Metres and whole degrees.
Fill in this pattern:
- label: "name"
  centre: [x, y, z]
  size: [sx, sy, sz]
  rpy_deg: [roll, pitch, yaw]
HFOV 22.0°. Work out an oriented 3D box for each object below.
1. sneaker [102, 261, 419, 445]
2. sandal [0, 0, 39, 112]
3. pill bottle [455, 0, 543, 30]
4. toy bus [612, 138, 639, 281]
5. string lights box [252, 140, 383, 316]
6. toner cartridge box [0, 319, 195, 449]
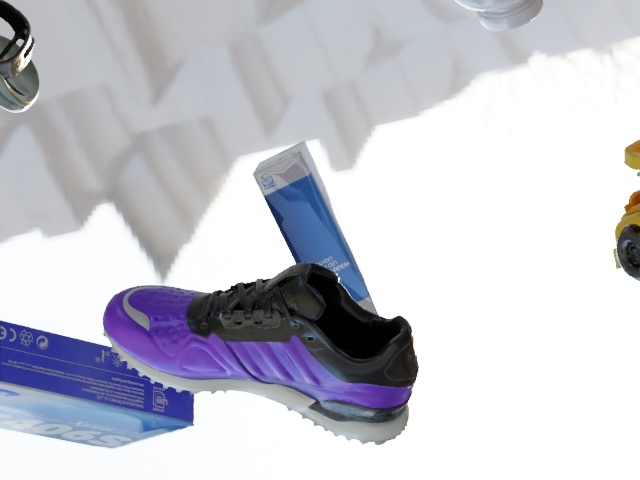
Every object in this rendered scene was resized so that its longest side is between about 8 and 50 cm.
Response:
- label: "sneaker"
  centre: [-0.047, 0.071, 1.474]
  size: [0.102, 0.293, 0.146]
  rpy_deg: [-71, -5, -49]
- label: "sandal"
  centre: [-0.363, -0.221, 1.827]
  size: [0.120, 0.086, 0.303]
  rpy_deg: [51, -179, 8]
- label: "pill bottle"
  centre: [0.219, -0.409, 2.197]
  size: [0.146, 0.146, 0.264]
  rpy_deg: [-73, -33, -42]
- label: "toy bus"
  centre: [0.415, -0.073, 1.873]
  size: [0.149, 0.220, 0.211]
  rpy_deg: [-20, -89, -27]
- label: "string lights box"
  centre: [0.000, 0.000, 2.269]
  size: [0.133, 0.077, 0.259]
  rpy_deg: [-74, -41, -80]
- label: "toner cartridge box"
  centre: [-0.324, 0.161, 1.852]
  size: [0.348, 0.165, 0.075]
  rpy_deg: [18, -119, -40]
